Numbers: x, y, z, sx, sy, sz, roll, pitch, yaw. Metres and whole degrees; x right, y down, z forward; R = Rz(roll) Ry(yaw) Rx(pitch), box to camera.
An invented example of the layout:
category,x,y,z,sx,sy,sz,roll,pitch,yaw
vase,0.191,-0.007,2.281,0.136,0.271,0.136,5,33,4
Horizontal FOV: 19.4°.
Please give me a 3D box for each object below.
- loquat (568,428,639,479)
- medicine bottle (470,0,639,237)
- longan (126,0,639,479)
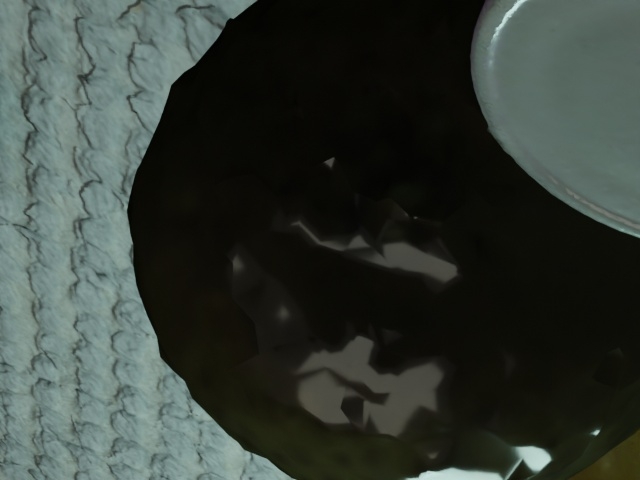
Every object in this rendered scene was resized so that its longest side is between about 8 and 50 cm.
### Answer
category,x,y,z,sx,sy,sz,roll,pitch,yaw
loquat,0.186,0.227,1.639,0.235,0.235,0.235,18,146,13
medicine bottle,0.227,-0.178,0.973,0.256,0.325,0.256,17,145,12
longan,0.067,-0.016,1.238,0.391,0.391,0.391,18,146,13
